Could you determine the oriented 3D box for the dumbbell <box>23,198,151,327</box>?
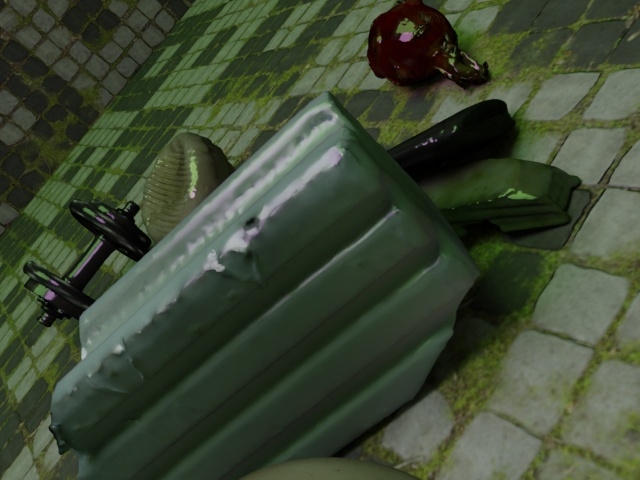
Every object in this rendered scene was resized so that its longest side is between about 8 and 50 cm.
[{"bbox_3d":[-0.448,0.042,1.284,0.192,0.192,0.290,11,63,56],"label":"dumbbell"}]

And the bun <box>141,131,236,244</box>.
[{"bbox_3d":[-0.225,-0.084,1.198,0.231,0.133,0.231,-22,61,48],"label":"bun"}]

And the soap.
[{"bbox_3d":[-0.068,0.103,0.658,0.446,0.261,0.156,-42,31,13],"label":"soap"}]

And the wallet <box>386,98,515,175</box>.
[{"bbox_3d":[0.105,-0.100,0.819,0.245,0.052,0.169,-22,2,39],"label":"wallet"}]

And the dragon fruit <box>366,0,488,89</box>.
[{"bbox_3d":[0.159,-0.278,0.977,0.125,0.125,0.246,-37,46,-8],"label":"dragon fruit"}]

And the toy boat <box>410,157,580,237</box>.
[{"bbox_3d":[0.142,-0.040,0.759,0.293,0.055,0.093,-9,45,47],"label":"toy boat"}]

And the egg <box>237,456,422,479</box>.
[{"bbox_3d":[0.001,0.252,0.472,0.254,0.188,0.188,-25,36,21],"label":"egg"}]
